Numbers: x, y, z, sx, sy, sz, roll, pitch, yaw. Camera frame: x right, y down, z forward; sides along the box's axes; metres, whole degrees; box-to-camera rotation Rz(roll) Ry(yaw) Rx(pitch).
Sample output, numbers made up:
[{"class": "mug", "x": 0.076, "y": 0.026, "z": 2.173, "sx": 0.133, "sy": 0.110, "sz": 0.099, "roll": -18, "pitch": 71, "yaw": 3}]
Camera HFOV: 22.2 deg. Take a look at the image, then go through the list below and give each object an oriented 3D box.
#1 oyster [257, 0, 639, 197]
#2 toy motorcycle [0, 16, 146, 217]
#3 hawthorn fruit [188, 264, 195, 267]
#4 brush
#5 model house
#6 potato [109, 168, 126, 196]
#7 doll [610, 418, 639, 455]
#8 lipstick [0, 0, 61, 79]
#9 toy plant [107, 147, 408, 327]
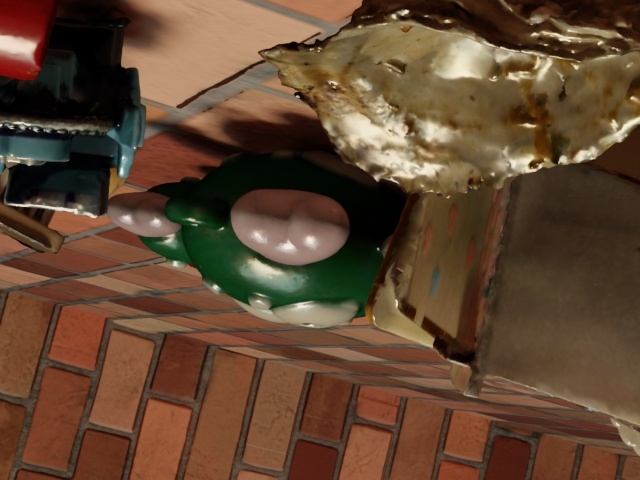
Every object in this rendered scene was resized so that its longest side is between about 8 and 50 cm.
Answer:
[{"class": "oyster", "x": 0.064, "y": -0.067, "z": 0.614, "sx": 0.177, "sy": 0.056, "sz": 0.105, "roll": -16, "pitch": 129, "yaw": 41}, {"class": "toy motorcycle", "x": -0.220, "y": -0.075, "z": 0.845, "sx": 0.272, "sy": 0.124, "sz": 0.182, "roll": 7, "pitch": -173, "yaw": 2}, {"class": "hawthorn fruit", "x": -0.061, "y": -0.006, "z": 1.203, "sx": 0.093, "sy": 0.093, "sz": 0.093, "roll": 13, "pitch": 172, "yaw": 2}, {"class": "brush", "x": -0.330, "y": -0.085, "z": 1.231, "sx": 0.327, "sy": 0.065, "sz": 0.070, "roll": 28, "pitch": 172, "yaw": -24}, {"class": "model house", "x": 0.190, "y": 0.027, "z": 0.808, "sx": 0.326, "sy": 0.169, "sz": 0.244, "roll": 20, "pitch": 178, "yaw": -10}, {"class": "potato", "x": -0.179, "y": -0.056, "z": 1.167, "sx": 0.068, "sy": 0.062, "sz": 0.083, "roll": -11, "pitch": 136, "yaw": 35}, {"class": "doll", "x": 0.322, "y": 0.127, "z": 1.398, "sx": 0.138, "sy": 0.119, "sz": 0.293, "roll": -3, "pitch": 166, "yaw": 0}, {"class": "lipstick", "x": -0.253, "y": -0.133, "z": 0.709, "sx": 0.279, "sy": 0.073, "sz": 0.073, "roll": 14, "pitch": 172, "yaw": -10}, {"class": "toy plant", "x": -0.004, "y": -0.001, "z": 1.045, "sx": 0.243, "sy": 0.113, "sz": 0.232, "roll": 11, "pitch": 175, "yaw": -23}]
